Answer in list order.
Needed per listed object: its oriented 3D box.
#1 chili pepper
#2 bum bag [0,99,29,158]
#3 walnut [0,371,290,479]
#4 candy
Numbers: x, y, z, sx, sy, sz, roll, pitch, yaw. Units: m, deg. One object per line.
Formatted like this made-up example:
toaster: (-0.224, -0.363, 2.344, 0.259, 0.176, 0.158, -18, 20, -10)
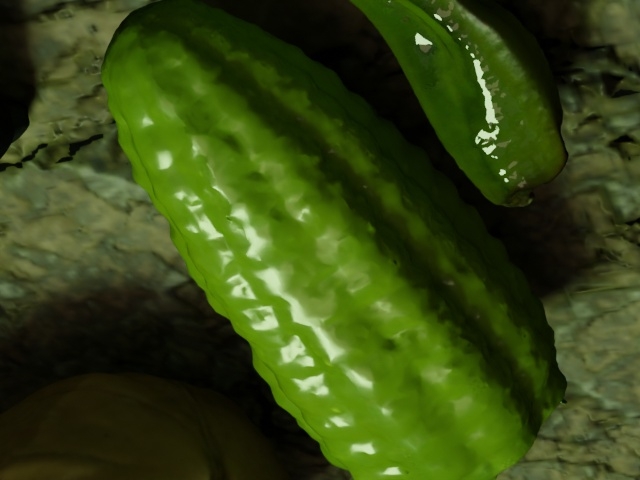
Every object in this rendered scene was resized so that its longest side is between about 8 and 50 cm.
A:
chili pepper: (0.004, -0.083, 0.588, 0.202, 0.050, 0.052, 34, 150, -23)
bum bag: (-0.140, -0.021, 0.617, 0.087, 0.197, 0.049, -19, 94, 1)
walnut: (-0.092, 0.140, 0.781, 0.165, 0.165, 0.197, 36, 137, -24)
candy: (0.000, 0.000, 0.650, 0.097, 0.096, 0.209, -18, 128, 31)
